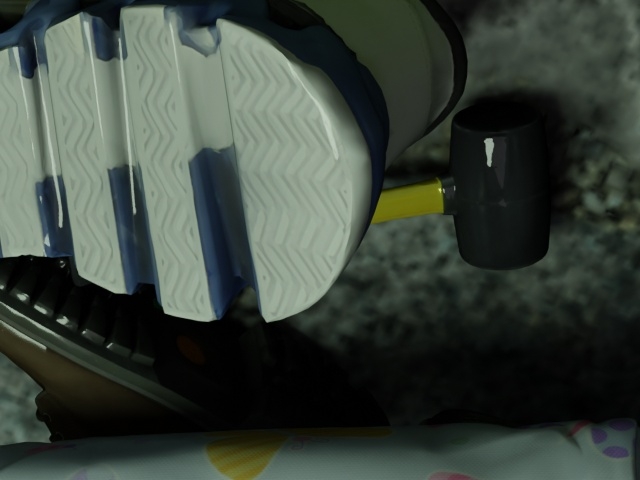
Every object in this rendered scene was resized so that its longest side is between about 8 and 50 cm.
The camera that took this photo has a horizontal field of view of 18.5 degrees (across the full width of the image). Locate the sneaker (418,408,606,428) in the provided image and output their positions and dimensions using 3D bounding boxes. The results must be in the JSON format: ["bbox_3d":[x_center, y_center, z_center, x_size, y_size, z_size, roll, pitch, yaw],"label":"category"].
[{"bbox_3d":[0.152,0.096,0.793,0.228,0.087,0.130,25,111,-12],"label":"sneaker"}]

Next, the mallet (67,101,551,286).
[{"bbox_3d":[0.000,0.000,0.755,0.190,0.039,0.062,-17,115,-6],"label":"mallet"}]

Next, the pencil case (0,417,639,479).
[{"bbox_3d":[-0.008,0.129,0.708,0.273,0.113,0.124,-4,89,9],"label":"pencil case"}]

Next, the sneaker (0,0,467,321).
[{"bbox_3d":[-0.080,-0.065,0.705,0.316,0.182,0.127,13,117,29],"label":"sneaker"}]

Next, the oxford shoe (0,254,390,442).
[{"bbox_3d":[-0.090,0.057,0.784,0.227,0.083,0.096,35,118,-11],"label":"oxford shoe"}]
